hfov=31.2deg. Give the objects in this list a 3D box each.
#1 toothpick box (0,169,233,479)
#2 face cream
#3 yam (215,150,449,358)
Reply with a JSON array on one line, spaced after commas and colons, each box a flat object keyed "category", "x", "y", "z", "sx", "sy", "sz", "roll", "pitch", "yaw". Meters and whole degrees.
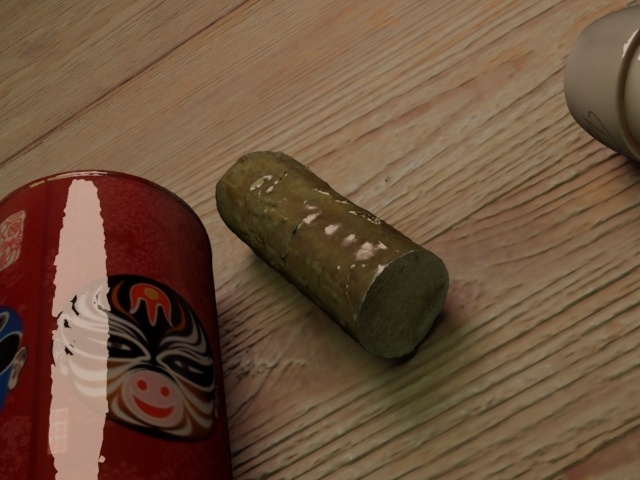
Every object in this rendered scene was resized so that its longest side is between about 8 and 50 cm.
[{"category": "toothpick box", "x": -0.169, "y": 0.127, "z": 0.854, "sx": 0.204, "sy": 0.204, "sz": 0.333, "roll": -28, "pitch": 40, "yaw": 15}, {"category": "face cream", "x": 0.241, "y": -0.112, "z": 0.817, "sx": 0.117, "sy": 0.117, "sz": 0.104, "roll": -49, "pitch": 32, "yaw": -11}, {"category": "yam", "x": 0.000, "y": 0.000, "z": 0.923, "sx": 0.093, "sy": 0.093, "sz": 0.259, "roll": -45, "pitch": 39, "yaw": -6}]
